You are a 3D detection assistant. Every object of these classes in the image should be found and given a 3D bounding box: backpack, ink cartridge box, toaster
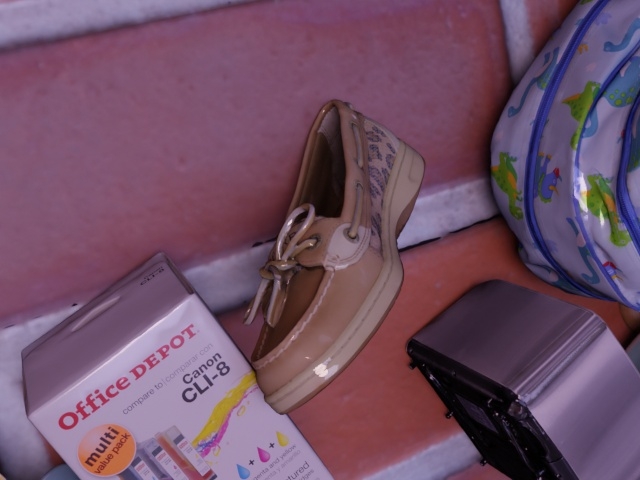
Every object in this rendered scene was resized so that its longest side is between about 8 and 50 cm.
[{"bbox_3d":[0.307,-0.103,0.753,0.355,0.273,0.290,-37,118,-6],"label":"backpack"},{"bbox_3d":[-0.102,0.121,0.609,0.128,0.127,0.176,-37,111,-9],"label":"ink cartridge box"},{"bbox_3d":[0.182,0.134,0.732,0.110,0.185,0.168,-42,112,-12],"label":"toaster"}]

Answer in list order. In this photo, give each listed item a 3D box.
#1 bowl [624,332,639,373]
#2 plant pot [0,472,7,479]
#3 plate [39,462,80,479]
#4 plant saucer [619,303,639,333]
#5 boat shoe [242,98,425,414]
[{"bbox_3d":[0.363,0.175,0.793,0.163,0.311,0.312,22,85,-7],"label":"bowl"},{"bbox_3d":[-0.261,0.183,0.559,0.134,0.095,0.134,-4,98,-28],"label":"plant pot"},{"bbox_3d":[-0.156,0.241,0.578,0.024,0.188,0.188,-7,101,8],"label":"plate"},{"bbox_3d":[0.339,0.056,0.897,0.083,0.015,0.084,-3,97,-27],"label":"plant saucer"},{"bbox_3d":[0.000,0.000,0.616,0.089,0.104,0.285,42,33,-15],"label":"boat shoe"}]
